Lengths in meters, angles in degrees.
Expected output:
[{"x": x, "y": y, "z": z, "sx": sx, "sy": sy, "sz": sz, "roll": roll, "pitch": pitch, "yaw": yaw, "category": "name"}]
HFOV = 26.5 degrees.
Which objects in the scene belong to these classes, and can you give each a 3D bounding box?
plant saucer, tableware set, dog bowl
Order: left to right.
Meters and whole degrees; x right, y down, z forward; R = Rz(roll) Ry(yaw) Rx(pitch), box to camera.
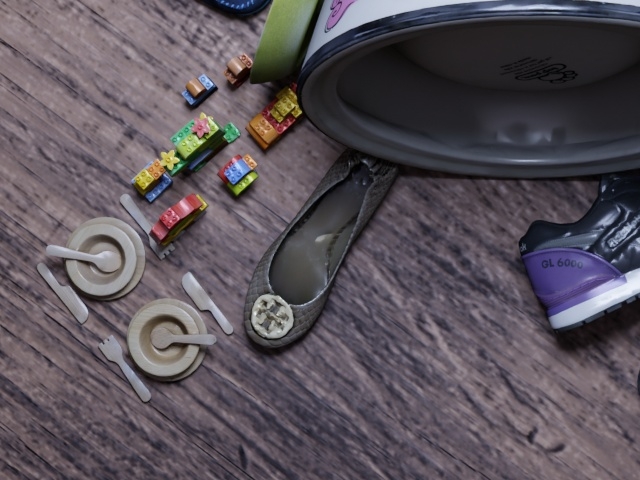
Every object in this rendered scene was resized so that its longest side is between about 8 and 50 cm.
[{"x": -0.193, "y": 0.060, "z": 1.406, "sx": 0.128, "sy": 0.039, "sz": 0.194, "roll": -39, "pitch": 85, "yaw": 4, "category": "tableware set"}, {"x": -0.004, "y": -0.253, "z": 1.294, "sx": 0.037, "sy": 0.241, "sz": 0.241, "roll": 24, "pitch": 91, "yaw": -1, "category": "plant saucer"}, {"x": 0.185, "y": -0.184, "z": 1.206, "sx": 0.408, "sy": 0.408, "sz": 0.150, "roll": 1, "pitch": 75, "yaw": 6, "category": "dog bowl"}]

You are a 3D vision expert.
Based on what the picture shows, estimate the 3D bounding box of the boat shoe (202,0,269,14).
[{"x": -0.157, "y": -0.326, "z": 1.386, "sx": 0.258, "sy": 0.089, "sz": 0.109, "roll": 40, "pitch": 93, "yaw": 5, "category": "boat shoe"}]

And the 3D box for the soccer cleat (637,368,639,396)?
[{"x": 0.446, "y": 0.069, "z": 1.312, "sx": 0.318, "sy": 0.116, "sz": 0.108, "roll": -46, "pitch": 61, "yaw": 20, "category": "soccer cleat"}]

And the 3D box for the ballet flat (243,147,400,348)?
[{"x": 0.000, "y": 0.000, "z": 1.377, "sx": 0.084, "sy": 0.058, "sz": 0.250, "roll": 35, "pitch": 92, "yaw": 6, "category": "ballet flat"}]

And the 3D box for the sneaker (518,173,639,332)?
[{"x": 0.330, "y": -0.023, "z": 1.319, "sx": 0.283, "sy": 0.107, "sz": 0.124, "roll": -25, "pitch": 85, "yaw": 5, "category": "sneaker"}]

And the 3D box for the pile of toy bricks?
[{"x": -0.116, "y": -0.099, "z": 1.368, "sx": 0.212, "sy": 0.105, "sz": 0.118, "roll": -43, "pitch": 85, "yaw": 3, "category": "pile of toy bricks"}]
